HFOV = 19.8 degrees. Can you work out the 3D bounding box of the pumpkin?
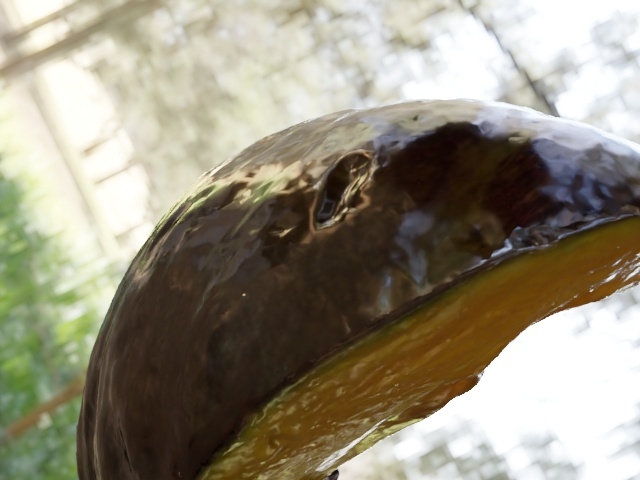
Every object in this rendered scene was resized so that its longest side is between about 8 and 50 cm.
[{"bbox_3d":[0.000,0.000,0.757,0.169,0.312,0.148,61,5,24],"label":"pumpkin"}]
